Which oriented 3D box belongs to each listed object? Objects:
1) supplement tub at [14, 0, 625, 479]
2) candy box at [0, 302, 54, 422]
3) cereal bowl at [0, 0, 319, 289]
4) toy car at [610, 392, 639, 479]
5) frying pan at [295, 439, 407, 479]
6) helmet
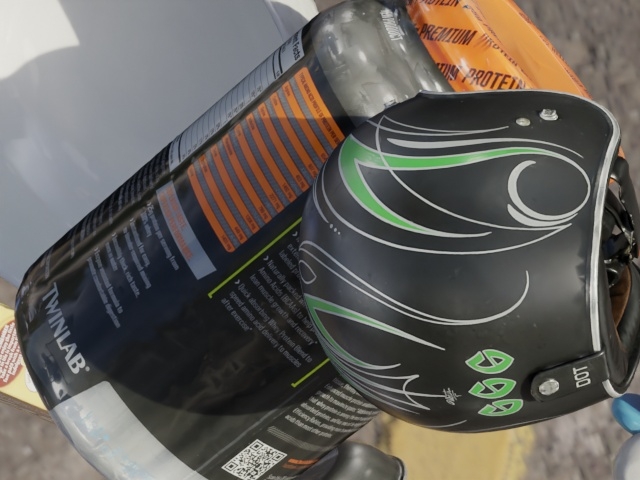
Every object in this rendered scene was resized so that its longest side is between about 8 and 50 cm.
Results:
[{"bbox_3d":[0.000,0.000,1.161,0.338,0.207,0.207,-39,49,18],"label":"supplement tub"},{"bbox_3d":[-0.288,0.144,2.080,0.183,0.316,0.088,9,74,46],"label":"candy box"},{"bbox_3d":[-0.135,-0.115,1.426,0.339,0.339,0.141,3,23,22],"label":"cereal bowl"},{"bbox_3d":[0.336,0.159,1.735,0.182,0.159,0.136,-19,86,28],"label":"toy car"},{"bbox_3d":[-0.085,0.230,1.396,0.326,0.053,0.197,-28,12,14],"label":"frying pan"},{"bbox_3d":[0.068,0.009,0.938,0.161,0.169,0.169,1,57,20],"label":"helmet"}]
